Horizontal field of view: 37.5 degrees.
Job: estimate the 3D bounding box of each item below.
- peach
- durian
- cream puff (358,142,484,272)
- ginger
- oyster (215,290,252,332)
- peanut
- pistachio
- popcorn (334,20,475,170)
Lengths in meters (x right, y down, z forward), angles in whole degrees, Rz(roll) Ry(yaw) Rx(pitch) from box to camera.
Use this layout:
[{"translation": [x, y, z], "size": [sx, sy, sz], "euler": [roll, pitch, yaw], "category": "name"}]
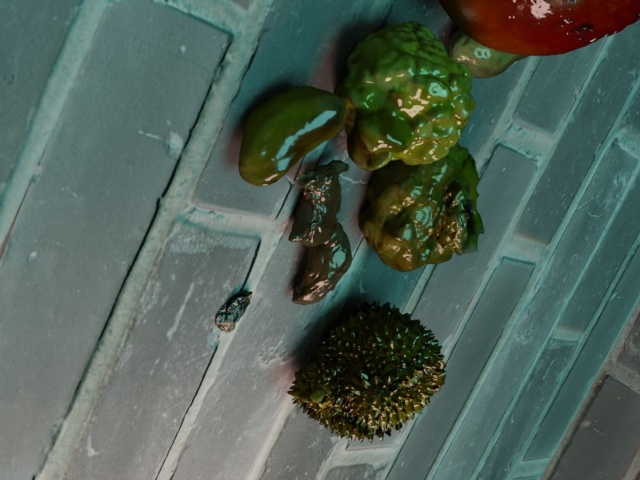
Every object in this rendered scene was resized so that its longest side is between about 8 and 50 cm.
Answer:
[{"translation": [0.344, -0.441, 1.431], "size": [0.370, 0.370, 0.370], "euler": [-29, 136, -33], "category": "peach"}, {"translation": [0.089, 0.252, 1.778], "size": [0.293, 0.258, 0.258], "euler": [-38, 141, -8], "category": "durian"}, {"translation": [0.208, -0.056, 1.712], "size": [0.282, 0.185, 0.282], "euler": [-28, 137, -29], "category": "cream puff"}, {"translation": [0.000, -0.002, 1.594], "size": [0.122, 0.084, 0.290], "euler": [-33, 139, -39], "category": "ginger"}, {"translation": [-0.140, 0.118, 1.578], "size": [0.083, 0.019, 0.054], "euler": [-52, 143, -6], "category": "oyster"}, {"translation": [0.315, -0.353, 1.685], "size": [0.229, 0.098, 0.103], "euler": [-31, 95, -32], "category": "peanut"}, {"translation": [-0.053, -0.164, 1.408], "size": [0.189, 0.100, 0.110], "euler": [-39, 118, 0], "category": "pistachio"}, {"translation": [0.120, -0.208, 1.489], "size": [0.251, 0.206, 0.237], "euler": [-52, 164, 23], "category": "popcorn"}]
